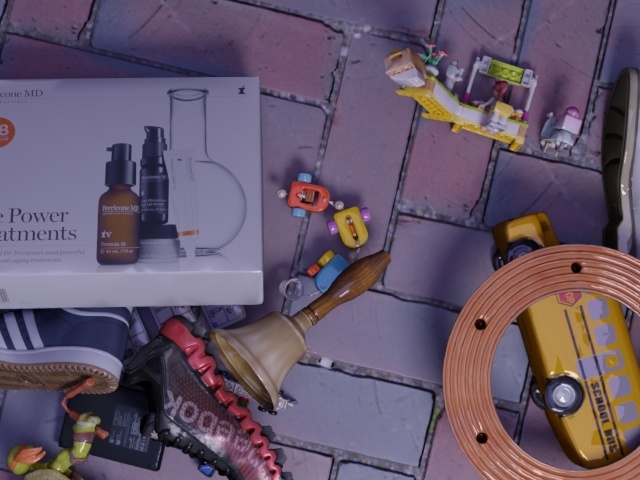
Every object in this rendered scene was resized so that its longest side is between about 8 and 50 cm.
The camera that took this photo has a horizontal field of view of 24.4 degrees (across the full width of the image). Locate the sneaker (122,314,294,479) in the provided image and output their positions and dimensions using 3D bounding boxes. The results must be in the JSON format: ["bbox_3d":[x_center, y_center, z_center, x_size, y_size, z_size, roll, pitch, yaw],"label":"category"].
[{"bbox_3d":[-0.144,0.233,1.823,0.135,0.097,0.276,-34,88,-19],"label":"sneaker"}]

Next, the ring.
[{"bbox_3d":[0.316,0.172,1.819,0.337,0.032,0.336,0,86,-3],"label":"ring"}]

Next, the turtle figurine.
[{"bbox_3d":[-0.306,0.309,1.832,0.217,0.087,0.269,39,111,-10],"label":"turtle figurine"}]

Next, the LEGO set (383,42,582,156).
[{"bbox_3d":[0.196,-0.204,1.895,0.287,0.132,0.107,22,80,-23],"label":"LEGO set"}]

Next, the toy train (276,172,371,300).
[{"bbox_3d":[0.000,0.000,1.920,0.125,0.046,0.166,6,84,0],"label":"toy train"}]

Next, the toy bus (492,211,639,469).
[{"bbox_3d":[0.322,0.124,1.891,0.130,0.108,0.332,-16,87,-3],"label":"toy bus"}]

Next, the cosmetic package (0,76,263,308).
[{"bbox_3d":[-0.260,-0.063,1.838,0.377,0.097,0.284,-1,60,-3],"label":"cosmetic package"}]

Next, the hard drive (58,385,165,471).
[{"bbox_3d":[-0.261,0.233,1.889,0.135,0.022,0.094,13,90,10],"label":"hard drive"}]

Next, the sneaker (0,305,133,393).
[{"bbox_3d":[-0.365,0.104,1.874,0.282,0.099,0.153,4,60,18],"label":"sneaker"}]

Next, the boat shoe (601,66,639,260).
[{"bbox_3d":[0.426,-0.072,1.912,0.103,0.113,0.302,0,97,-3],"label":"boat shoe"}]

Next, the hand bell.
[{"bbox_3d":[-0.007,0.088,1.847,0.242,0.126,0.126,-39,89,-16],"label":"hand bell"}]

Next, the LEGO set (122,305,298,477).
[{"bbox_3d":[-0.150,0.175,1.914,0.182,0.060,0.244,-25,86,9],"label":"LEGO set"}]
